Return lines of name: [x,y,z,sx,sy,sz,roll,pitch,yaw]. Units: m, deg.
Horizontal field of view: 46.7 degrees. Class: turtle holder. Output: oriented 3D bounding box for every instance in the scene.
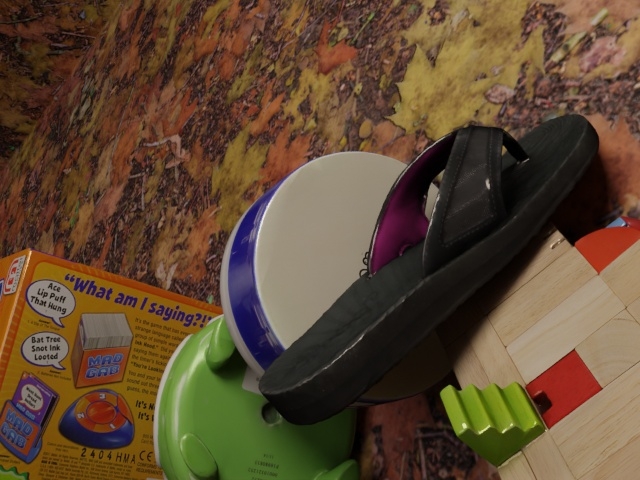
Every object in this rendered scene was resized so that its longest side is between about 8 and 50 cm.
turtle holder: [-0.084,0.246,0.906,0.227,0.243,0.320,-28,73,59]

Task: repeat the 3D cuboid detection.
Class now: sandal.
sandal: [0.107,-0.018,0.683,0.446,0.107,0.168,-41,10,-28]

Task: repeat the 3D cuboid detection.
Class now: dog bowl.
dog bowl: [0.035,0.043,0.789,0.104,0.265,0.264,-31,47,61]

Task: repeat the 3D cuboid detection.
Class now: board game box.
board game box: [-0.398,0.252,1.186,0.356,0.357,0.356,-12,62,50]

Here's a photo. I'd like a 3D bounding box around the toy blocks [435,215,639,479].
toy blocks: [0.247,0.087,0.567,0.261,0.191,0.381,-42,26,15]
